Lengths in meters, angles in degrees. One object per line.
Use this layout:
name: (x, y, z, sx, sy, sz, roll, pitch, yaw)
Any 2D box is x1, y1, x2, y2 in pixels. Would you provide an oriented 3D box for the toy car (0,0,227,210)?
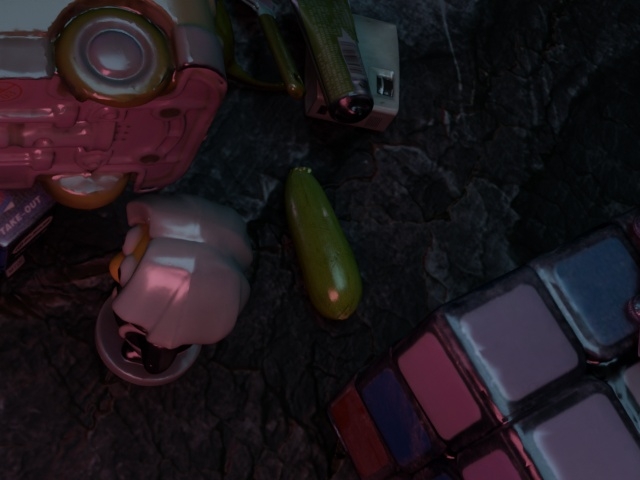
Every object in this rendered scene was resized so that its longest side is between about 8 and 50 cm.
toy car: (-0.267, -0.161, 0.844, 0.336, 0.242, 0.226, -6, 71, -22)

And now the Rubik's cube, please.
Rubik's cube: (0.260, 0.204, 1.026, 0.363, 0.359, 0.362, -18, 74, -28)

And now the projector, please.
projector: (0.040, -0.221, 1.329, 0.115, 0.061, 0.147, 9, 62, -15)

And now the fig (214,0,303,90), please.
fig: (-0.124, -0.232, 1.262, 0.236, 0.124, 0.124, 29, 55, -31)

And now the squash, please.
squash: (0.000, 0.000, 1.203, 0.066, 0.066, 0.201, -6, 64, -24)

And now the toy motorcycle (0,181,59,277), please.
toy motorcycle: (-0.417, -0.102, 1.004, 0.358, 0.212, 0.125, 40, 58, 1)

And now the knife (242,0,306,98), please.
knife: (-0.080, -0.306, 1.296, 0.061, 0.027, 0.343, 27, 33, -44)

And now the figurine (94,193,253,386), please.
figurine: (-0.148, 0.041, 1.021, 0.133, 0.236, 0.176, 9, 63, -16)

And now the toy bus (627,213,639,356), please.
toy bus: (0.323, 0.022, 0.909, 0.075, 0.064, 0.190, 24, 58, -20)

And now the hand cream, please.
hand cream: (0.017, -0.239, 1.271, 0.086, 0.055, 0.235, 0, 57, -24)
